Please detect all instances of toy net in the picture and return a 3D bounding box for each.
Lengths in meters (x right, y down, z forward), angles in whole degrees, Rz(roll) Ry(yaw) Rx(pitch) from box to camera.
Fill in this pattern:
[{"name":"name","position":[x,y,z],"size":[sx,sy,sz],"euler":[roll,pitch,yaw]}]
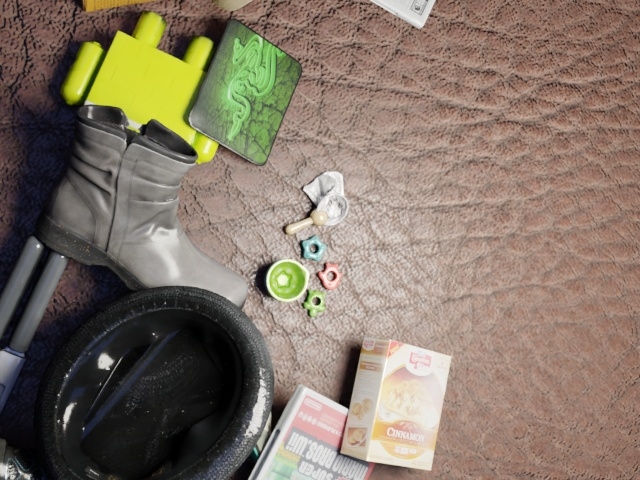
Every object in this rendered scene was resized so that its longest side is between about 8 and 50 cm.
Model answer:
[{"name":"toy net","position":[0.000,0.000,1.388],"size":[0.122,0.045,0.232],"euler":[26,82,-13]}]

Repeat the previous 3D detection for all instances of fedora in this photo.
[{"name":"fedora","position":[-0.220,0.231,1.213],"size":[0.333,0.152,0.334],"euler":[-1,68,3]}]

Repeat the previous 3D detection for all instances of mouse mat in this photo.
[{"name":"mouse mat","position":[-0.113,-0.228,1.351],"size":[0.152,0.007,0.190],"euler":[28,74,-33]}]

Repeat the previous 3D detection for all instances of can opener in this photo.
[{"name":"can opener","position":[-0.443,0.131,1.234],"size":[0.076,0.095,0.284],"euler":[25,89,-14]}]

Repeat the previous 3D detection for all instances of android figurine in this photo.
[{"name":"android figurine","position":[-0.264,-0.200,1.315],"size":[0.248,0.056,0.273],"euler":[22,82,-14]}]

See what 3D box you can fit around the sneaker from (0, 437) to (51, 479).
[{"name":"sneaker","position":[-0.423,0.325,1.189],"size":[0.341,0.125,0.140],"euler":[47,60,-13]}]

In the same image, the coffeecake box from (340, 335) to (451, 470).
[{"name":"coffeecake box","position":[0.121,0.257,1.373],"size":[0.142,0.068,0.186],"euler":[19,78,-36]}]

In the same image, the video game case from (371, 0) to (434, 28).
[{"name":"video game case","position":[0.131,-0.485,1.451],"size":[0.183,0.023,0.201],"euler":[27,83,-13]}]

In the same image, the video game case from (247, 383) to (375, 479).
[{"name":"video game case","position":[-0.025,0.388,1.345],"size":[0.204,0.025,0.285],"euler":[34,80,-34]}]

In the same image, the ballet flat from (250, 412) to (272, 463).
[{"name":"ballet flat","position":[-0.113,0.261,1.337],"size":[0.068,0.072,0.213],"euler":[-35,97,-18]}]

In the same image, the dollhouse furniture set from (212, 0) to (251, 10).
[{"name":"dollhouse furniture set","position":[-0.158,-0.577,1.264],"size":[0.394,0.256,0.362],"euler":[47,56,-23]}]

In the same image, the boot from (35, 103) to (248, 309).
[{"name":"boot","position":[-0.222,-0.037,1.242],"size":[0.338,0.118,0.223],"euler":[25,114,-15]}]

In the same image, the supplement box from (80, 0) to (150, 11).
[{"name":"supplement box","position":[-0.251,-0.410,1.314],"size":[0.233,0.080,0.078],"euler":[-14,91,-14]}]
